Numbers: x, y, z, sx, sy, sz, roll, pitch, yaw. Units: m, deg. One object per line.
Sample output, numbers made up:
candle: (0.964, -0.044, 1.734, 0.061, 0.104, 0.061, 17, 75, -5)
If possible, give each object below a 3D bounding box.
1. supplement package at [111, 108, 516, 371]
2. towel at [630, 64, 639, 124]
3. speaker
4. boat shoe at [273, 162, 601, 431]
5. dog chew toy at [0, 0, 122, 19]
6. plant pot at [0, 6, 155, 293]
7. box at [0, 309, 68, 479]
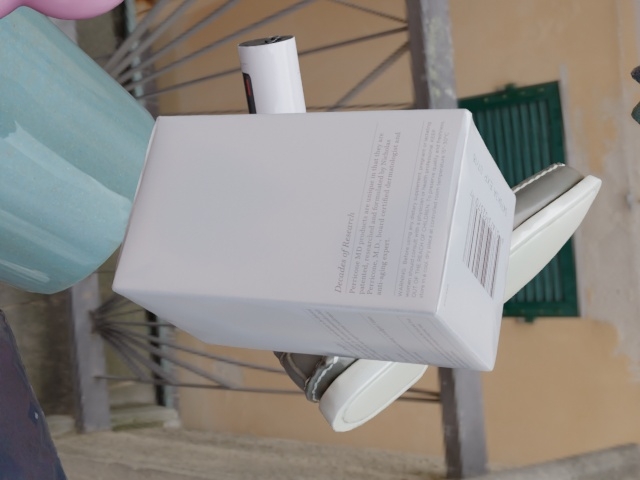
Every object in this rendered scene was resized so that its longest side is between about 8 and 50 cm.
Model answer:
supplement package: (0.000, 0.000, 0.518, 0.105, 0.179, 0.105, 43, 54, -59)
towel: (0.234, 0.026, 0.154, 0.271, 0.370, 0.040, 45, 81, -6)
speaker: (-0.040, -0.122, 0.915, 0.055, 0.055, 0.136, -29, 118, -45)
boat shoe: (0.098, 0.023, 0.779, 0.305, 0.091, 0.109, -37, 153, -18)
dog chew toy: (-0.271, -0.235, 0.658, 0.331, 0.206, 0.207, 10, 78, -10)
plant pot: (-0.370, -0.122, 1.016, 0.334, 0.341, 0.341, 38, 60, -42)
box: (-0.314, 0.298, 0.391, 0.480, 0.297, 0.472, 5, 57, -61)
